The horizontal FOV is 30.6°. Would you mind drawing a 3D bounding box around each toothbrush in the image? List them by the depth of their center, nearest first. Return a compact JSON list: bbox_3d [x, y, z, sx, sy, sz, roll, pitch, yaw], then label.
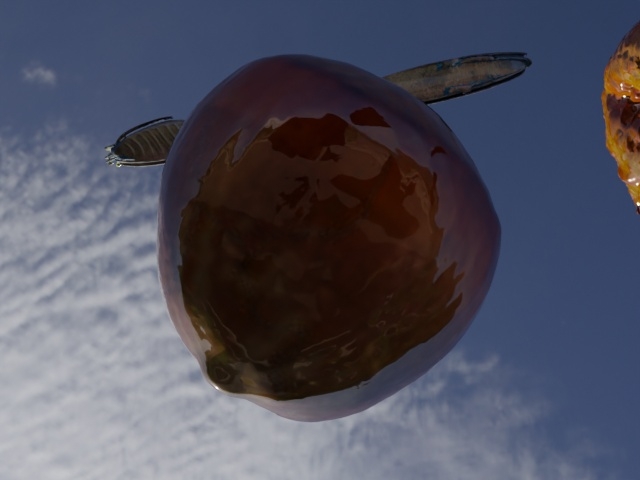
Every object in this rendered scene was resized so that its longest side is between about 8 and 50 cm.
[{"bbox_3d":[0.017,-0.115,0.977,0.413,0.042,0.035,-15,-85,-27],"label":"toothbrush"}]

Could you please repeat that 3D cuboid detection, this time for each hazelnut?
[{"bbox_3d":[0.000,0.000,0.664,0.214,0.214,0.176,49,-29,-16],"label":"hazelnut"}]

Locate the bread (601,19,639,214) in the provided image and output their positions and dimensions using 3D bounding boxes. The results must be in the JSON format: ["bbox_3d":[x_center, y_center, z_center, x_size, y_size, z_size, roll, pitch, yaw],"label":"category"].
[{"bbox_3d":[0.228,-0.031,0.442,0.268,0.095,0.139,10,-38,-15],"label":"bread"}]
